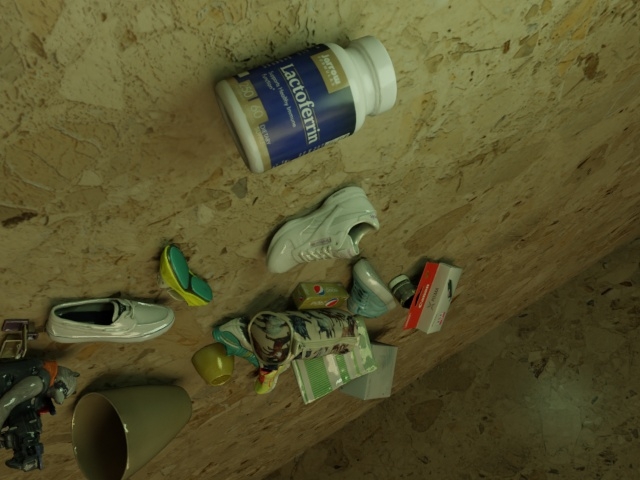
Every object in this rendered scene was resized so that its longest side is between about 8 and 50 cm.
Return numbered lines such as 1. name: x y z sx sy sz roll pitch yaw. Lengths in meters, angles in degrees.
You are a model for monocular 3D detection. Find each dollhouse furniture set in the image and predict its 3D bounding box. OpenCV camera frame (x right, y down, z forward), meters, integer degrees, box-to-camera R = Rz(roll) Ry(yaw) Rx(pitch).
1. dollhouse furniture set: -0.620 0.232 0.845 0.091 0.081 0.114 11 128 -44

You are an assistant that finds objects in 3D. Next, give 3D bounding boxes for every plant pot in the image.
1. plant pot: -0.327 0.399 1.269 0.134 0.095 0.134 -21 145 -15
2. plant pot: -0.527 0.535 1.191 0.256 0.256 0.274 -47 159 22

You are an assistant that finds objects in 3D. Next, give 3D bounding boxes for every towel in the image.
1. towel: 0.051 0.453 1.536 0.325 0.038 0.247 -20 101 -19

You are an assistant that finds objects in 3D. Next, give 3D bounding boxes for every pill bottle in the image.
1. pill bottle: -0.021 -0.226 0.656 0.265 0.153 0.153 -25 146 -9

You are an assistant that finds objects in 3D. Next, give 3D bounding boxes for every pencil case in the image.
1. pencil case: -0.031 0.298 1.260 0.410 0.184 0.159 13 103 -55

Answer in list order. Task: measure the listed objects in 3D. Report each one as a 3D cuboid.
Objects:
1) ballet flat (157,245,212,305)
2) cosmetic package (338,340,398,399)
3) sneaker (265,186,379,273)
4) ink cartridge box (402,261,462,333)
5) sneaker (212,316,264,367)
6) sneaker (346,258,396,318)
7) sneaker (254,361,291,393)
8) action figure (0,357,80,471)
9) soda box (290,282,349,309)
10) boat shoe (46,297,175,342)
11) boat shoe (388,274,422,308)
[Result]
1. ballet flat: -0.321 0.093 0.911 0.077 0.077 0.231 -13 147 3
2. cosmetic package: 0.211 0.552 1.738 0.225 0.138 0.223 20 77 -48
3. sneaker: 0.000 0.000 0.960 0.305 0.152 0.114 -36 148 10
4. ink cartridge box: 0.428 0.219 1.520 0.239 0.060 0.275 8 103 -53
5. sneaker: -0.243 0.321 1.255 0.110 0.107 0.275 -16 139 5
6. sneaker: 0.151 0.189 1.332 0.150 0.135 0.366 -35 145 1
7. sneaker: -0.201 0.495 1.509 0.094 0.081 0.208 16 113 -47
8. action figure: -0.660 0.322 0.809 0.330 0.342 0.178 7 93 -52
9. soda box: 0.001 0.174 1.264 0.181 0.058 0.061 5 132 -41
10. boat shoe: -0.449 0.172 0.888 0.258 0.095 0.084 -2 141 -37
11. boat shoe: 0.356 0.226 1.570 0.109 0.091 0.305 -38 145 10
